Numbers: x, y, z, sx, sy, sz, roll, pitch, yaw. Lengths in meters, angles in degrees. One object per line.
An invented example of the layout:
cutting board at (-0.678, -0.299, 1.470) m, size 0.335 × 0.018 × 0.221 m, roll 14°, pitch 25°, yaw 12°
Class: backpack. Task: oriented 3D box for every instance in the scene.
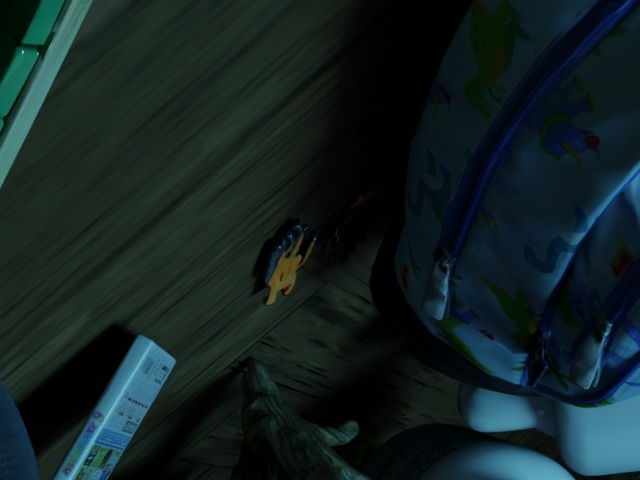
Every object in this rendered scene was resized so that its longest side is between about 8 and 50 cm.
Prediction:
backpack at (0.179, -0.060, 0.723) m, size 0.290 × 0.273 × 0.355 m, roll -26°, pitch 146°, yaw -14°

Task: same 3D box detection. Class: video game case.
video game case at (-0.118, 0.110, 0.790) m, size 0.122 × 0.011 × 0.087 m, roll -60°, pitch 172°, yaw -9°

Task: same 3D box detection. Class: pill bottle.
pill bottle at (0.115, 0.216, 1.090) m, size 0.146 × 0.146 × 0.264 m, roll -35°, pitch -176°, yaw -10°

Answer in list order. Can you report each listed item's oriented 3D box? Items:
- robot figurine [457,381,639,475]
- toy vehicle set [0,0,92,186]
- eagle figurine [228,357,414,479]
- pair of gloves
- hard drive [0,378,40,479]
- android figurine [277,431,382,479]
robot figurine at (0.264, 0.047, 0.989) m, size 0.353 × 0.300 × 0.200 m, roll -7°, pitch -170°, yaw 9°
toy vehicle set at (-0.186, 0.009, 0.431) m, size 0.166 × 0.035 × 0.267 m, roll -3°, pitch 132°, yaw -49°
eagle figurine at (-0.088, 0.229, 0.940) m, size 0.298 × 0.225 × 0.226 m, roll -56°, pitch 174°, yaw 15°
pair of gloves at (0.000, 0.000, 0.842) m, size 0.083 × 0.010 × 0.074 m, roll -30°, pitch 157°, yaw -29°
hard drive at (-0.217, 0.125, 0.678) m, size 0.172 × 0.054 × 0.254 m, roll -32°, pitch 159°, yaw -19°
android figurine at (-0.031, 0.266, 1.275) m, size 0.248 × 0.056 × 0.273 m, roll -43°, pitch 155°, yaw 2°
